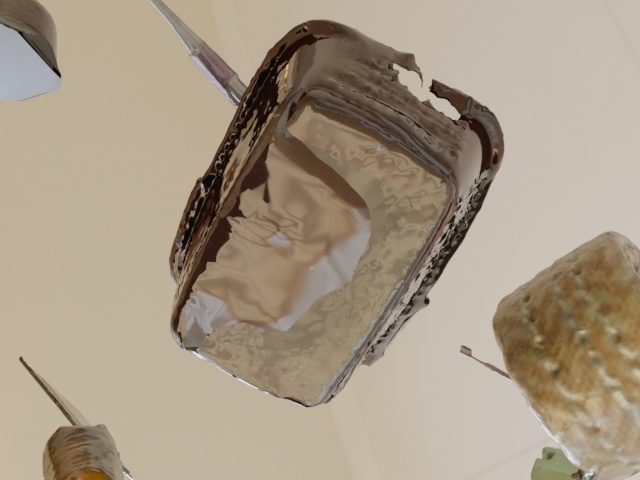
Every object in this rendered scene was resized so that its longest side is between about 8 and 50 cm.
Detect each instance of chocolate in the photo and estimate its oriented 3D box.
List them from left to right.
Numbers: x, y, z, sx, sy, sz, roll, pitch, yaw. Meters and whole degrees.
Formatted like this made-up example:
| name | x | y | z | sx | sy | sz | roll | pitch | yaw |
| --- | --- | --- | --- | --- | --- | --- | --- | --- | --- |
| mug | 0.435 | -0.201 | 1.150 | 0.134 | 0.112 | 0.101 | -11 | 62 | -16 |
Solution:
| name | x | y | z | sx | sy | sz | roll | pitch | yaw |
| --- | --- | --- | --- | --- | --- | --- | --- | --- | --- |
| chocolate | -0.307 | -0.192 | 0.875 | 0.125 | 0.148 | 0.080 | -35 | -142 | 43 |

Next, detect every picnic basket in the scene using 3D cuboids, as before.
| name | x | y | z | sx | sy | sz | roll | pitch | yaw |
| --- | --- | --- | --- | --- | --- | --- | --- | --- | --- |
| picnic basket | 0.000 | 0.000 | 0.743 | 0.297 | 0.222 | 0.129 | -60 | -175 | 27 |

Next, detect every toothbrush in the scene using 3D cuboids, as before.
| name | x | y | z | sx | sy | sz | roll | pitch | yaw |
| --- | --- | --- | --- | --- | --- | --- | --- | --- | --- |
| toothbrush | -0.092 | -0.147 | 0.865 | 0.029 | 0.354 | 0.024 | -10 | -138 | 50 |
| toothbrush | 0.163 | 0.120 | 0.896 | 0.097 | 0.006 | 0.008 | 28 | -57 | 53 |

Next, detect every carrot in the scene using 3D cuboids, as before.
| name | x | y | z | sx | sy | sz | roll | pitch | yaw |
| --- | --- | --- | --- | --- | --- | --- | --- | --- | --- |
| carrot | -0.238 | 0.234 | 0.952 | 0.173 | 0.082 | 0.082 | -157 | -104 | -73 |

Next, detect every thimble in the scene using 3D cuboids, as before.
| name | x | y | z | sx | sy | sz | roll | pitch | yaw |
| --- | --- | --- | --- | --- | --- | --- | --- | --- | --- |
| thimble | 0.261 | 0.102 | 0.851 | 0.148 | 0.229 | 0.196 | -35 | -96 | 20 |

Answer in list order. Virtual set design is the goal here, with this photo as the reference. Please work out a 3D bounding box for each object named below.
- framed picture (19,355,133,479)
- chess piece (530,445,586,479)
| name | x | y | z | sx | sy | sz | roll | pitch | yaw |
| --- | --- | --- | --- | --- | --- | --- | --- | --- | --- |
| framed picture | -0.380 | 0.285 | 1.500 | 0.010 | 0.195 | 0.199 | -43 | -124 | -13 |
| chess piece | 0.432 | 0.361 | 1.251 | 0.299 | 0.194 | 0.195 | 8 | -88 | 29 |
